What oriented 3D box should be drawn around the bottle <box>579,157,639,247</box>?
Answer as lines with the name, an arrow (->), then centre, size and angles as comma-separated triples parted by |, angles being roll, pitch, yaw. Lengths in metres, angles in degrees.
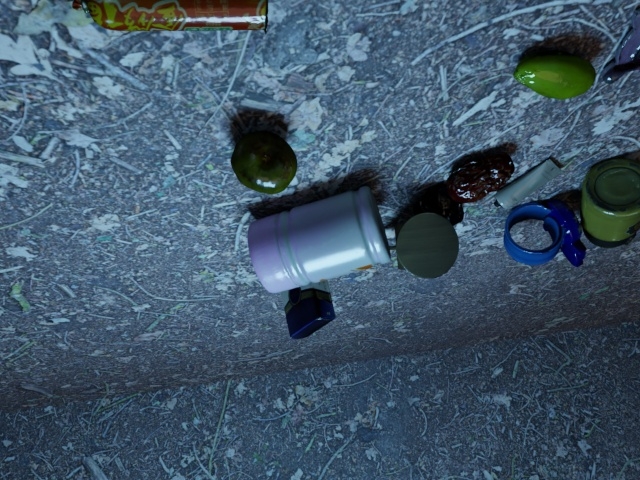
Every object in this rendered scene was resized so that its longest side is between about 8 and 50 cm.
bottle -> 0.844, -0.085, 1.393 | 0.172, 0.171, 0.351 | -20, 153, 18

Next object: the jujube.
jujube -> 0.391, -0.149, 1.180 | 0.166, 0.104, 0.104 | -19, 151, 16

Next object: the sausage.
sausage -> -0.204, -0.328, 0.670 | 0.264, 0.083, 0.083 | -5, 152, -9

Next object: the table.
table -> 0.247, 0.016, 1.313 | 0.167, 0.166, 0.227 | -4, 179, -11

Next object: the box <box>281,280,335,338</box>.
box -> -0.049, 0.137, 1.394 | 0.071, 0.259, 0.168 | 6, 147, -34

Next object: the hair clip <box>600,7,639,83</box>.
hair clip -> 0.629, -0.378, 0.895 | 0.146, 0.056, 0.187 | -11, 161, -1

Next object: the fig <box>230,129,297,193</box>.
fig -> -0.119, -0.167, 0.994 | 0.133, 0.185, 0.126 | 3, 111, -15

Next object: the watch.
watch -> 0.653, -0.014, 1.435 | 0.200, 0.196, 0.171 | -21, 142, 5

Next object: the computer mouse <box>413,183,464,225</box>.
computer mouse -> 0.335, -0.071, 1.335 | 0.147, 0.077, 0.241 | -13, 152, 9

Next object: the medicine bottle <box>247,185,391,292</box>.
medicine bottle -> 0.000, 0.000, 1.216 | 0.316, 0.202, 0.202 | -16, 152, 11

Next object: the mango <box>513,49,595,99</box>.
mango -> 0.446, -0.311, 0.920 | 0.165, 0.074, 0.091 | -1, 153, -16

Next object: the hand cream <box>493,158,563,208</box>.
hand cream -> 0.550, -0.146, 1.300 | 0.087, 0.054, 0.186 | 23, 132, -40
